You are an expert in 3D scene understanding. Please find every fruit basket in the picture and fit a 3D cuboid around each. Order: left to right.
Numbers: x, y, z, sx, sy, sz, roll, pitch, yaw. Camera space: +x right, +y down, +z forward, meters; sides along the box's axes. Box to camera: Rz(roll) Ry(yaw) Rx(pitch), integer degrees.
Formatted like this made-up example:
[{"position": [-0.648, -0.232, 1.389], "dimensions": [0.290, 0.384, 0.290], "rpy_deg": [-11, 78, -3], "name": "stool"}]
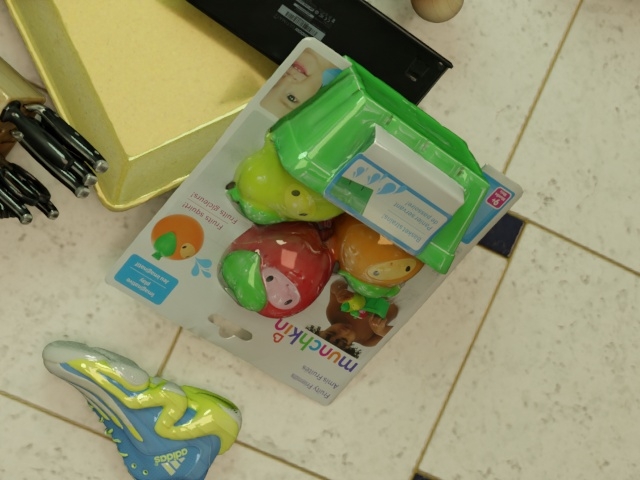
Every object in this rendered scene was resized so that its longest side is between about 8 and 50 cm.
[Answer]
[{"position": [0.000, 0.000, 1.425], "dimensions": [0.327, 0.165, 0.353], "rpy_deg": [33, 104, -27], "name": "fruit basket"}]

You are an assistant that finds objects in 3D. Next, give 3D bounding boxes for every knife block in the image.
[{"position": [-0.349, -0.152, 1.376], "dimensions": [0.242, 0.088, 0.276], "rpy_deg": [-4, 94, 14], "name": "knife block"}]

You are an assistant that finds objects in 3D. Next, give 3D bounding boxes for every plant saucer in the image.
[{"position": [-0.156, -0.245, 1.461], "dimensions": [0.332, 0.081, 0.333], "rpy_deg": [-26, 98, -8], "name": "plant saucer"}]

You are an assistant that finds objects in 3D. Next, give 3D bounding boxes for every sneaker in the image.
[{"position": [-0.211, 0.202, 1.468], "dimensions": [0.240, 0.091, 0.126], "rpy_deg": [24, 89, -13], "name": "sneaker"}]

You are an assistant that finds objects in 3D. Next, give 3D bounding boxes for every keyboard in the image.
[{"position": [0.004, -0.263, 1.393], "dimensions": [0.317, 0.033, 0.201], "rpy_deg": [33, 124, -13], "name": "keyboard"}]

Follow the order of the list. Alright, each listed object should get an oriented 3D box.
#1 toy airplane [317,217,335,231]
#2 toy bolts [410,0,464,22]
[{"position": [0.023, 0.005, 1.536], "dimensions": [0.151, 0.028, 0.151], "rpy_deg": [-2, 99, -11], "name": "toy airplane"}, {"position": [0.107, -0.357, 1.492], "dimensions": [0.228, 0.218, 0.158], "rpy_deg": [-47, 128, -27], "name": "toy bolts"}]
